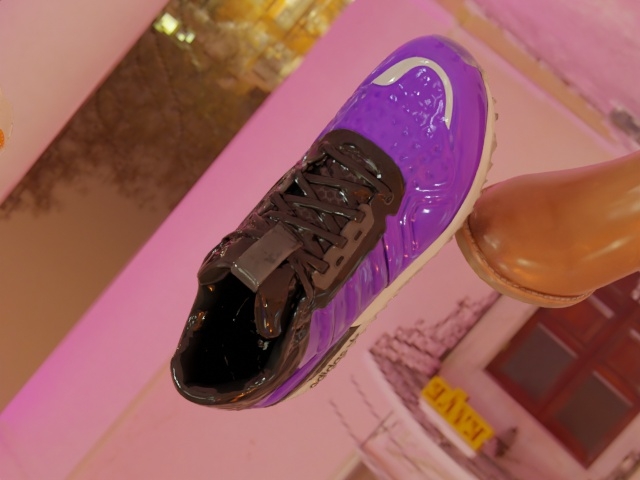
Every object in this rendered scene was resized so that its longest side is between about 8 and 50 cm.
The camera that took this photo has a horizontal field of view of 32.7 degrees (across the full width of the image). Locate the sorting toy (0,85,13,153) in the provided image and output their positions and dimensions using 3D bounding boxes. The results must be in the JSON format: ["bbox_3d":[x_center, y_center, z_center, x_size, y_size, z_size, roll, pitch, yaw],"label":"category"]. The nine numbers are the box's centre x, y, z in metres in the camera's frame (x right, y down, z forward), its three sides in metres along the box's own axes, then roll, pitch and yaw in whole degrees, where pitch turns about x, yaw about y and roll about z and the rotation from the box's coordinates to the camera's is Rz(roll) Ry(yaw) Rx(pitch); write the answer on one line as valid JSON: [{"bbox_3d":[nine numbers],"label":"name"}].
[{"bbox_3d":[-0.199,-0.086,0.559,0.083,0.075,0.045,20,-153,-3],"label":"sorting toy"}]

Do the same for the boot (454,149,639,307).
[{"bbox_3d":[0.252,-0.042,0.742,0.283,0.220,0.109,3,-117,-27],"label":"boot"}]

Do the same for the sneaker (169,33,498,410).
[{"bbox_3d":[0.000,0.001,0.691,0.102,0.293,0.146,39,-161,21],"label":"sneaker"}]
